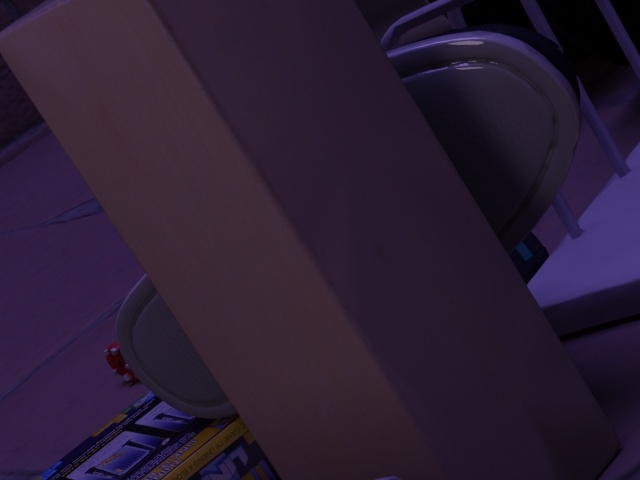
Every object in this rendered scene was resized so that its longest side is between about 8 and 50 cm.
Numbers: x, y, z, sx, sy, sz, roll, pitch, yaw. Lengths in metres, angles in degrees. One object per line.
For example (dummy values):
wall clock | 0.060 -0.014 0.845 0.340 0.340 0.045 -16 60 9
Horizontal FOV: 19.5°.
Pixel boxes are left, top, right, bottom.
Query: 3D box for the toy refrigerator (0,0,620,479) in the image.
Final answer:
toy refrigerator | 0.000 0.000 0.732 0.094 0.269 0.102 -42 16 -35

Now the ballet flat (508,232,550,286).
ballet flat | 0.039 0.018 1.009 0.203 0.074 0.074 -17 20 49

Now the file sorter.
file sorter | 0.188 -0.111 0.916 0.192 0.173 0.278 -19 18 42

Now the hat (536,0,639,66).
hat | 0.234 -0.253 1.125 0.134 0.331 0.331 11 40 38

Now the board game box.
board game box | -0.090 0.129 0.955 0.170 0.048 0.141 -38 16 -23

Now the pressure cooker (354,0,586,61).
pressure cooker | 0.076 -0.281 1.369 0.420 0.375 0.370 -19 58 43

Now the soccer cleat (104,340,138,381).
soccer cleat | -0.112 0.074 1.245 0.083 0.029 0.035 -12 15 48

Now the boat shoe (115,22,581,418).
boat shoe | 0.012 -0.021 0.847 0.302 0.114 0.091 -31 15 43

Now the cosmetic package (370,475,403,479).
cosmetic package | -0.085 0.186 0.569 0.296 0.129 0.153 -20 17 44
